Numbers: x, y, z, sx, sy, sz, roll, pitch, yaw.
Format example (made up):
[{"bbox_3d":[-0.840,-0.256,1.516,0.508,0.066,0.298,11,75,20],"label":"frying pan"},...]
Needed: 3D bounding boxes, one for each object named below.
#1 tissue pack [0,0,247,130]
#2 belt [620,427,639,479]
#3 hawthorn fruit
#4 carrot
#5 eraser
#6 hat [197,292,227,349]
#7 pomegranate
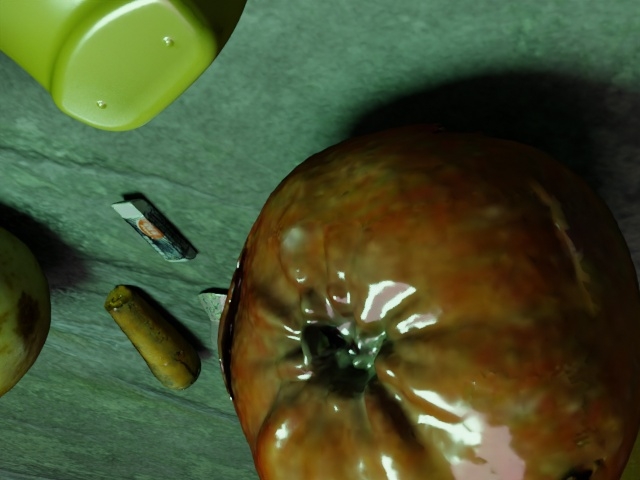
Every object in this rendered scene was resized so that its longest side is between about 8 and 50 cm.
[{"bbox_3d":[-0.121,-0.151,0.369,0.178,0.127,0.123,35,135,-31],"label":"tissue pack"},{"bbox_3d":[0.370,0.237,0.785,0.217,0.122,0.338,37,141,-30],"label":"belt"},{"bbox_3d":[0.082,0.072,0.531,0.276,0.276,0.307,-2,170,23],"label":"hawthorn fruit"},{"bbox_3d":[-0.182,0.108,0.865,0.055,0.055,0.161,-1,138,23],"label":"carrot"},{"bbox_3d":[-0.146,-0.007,0.697,0.027,0.019,0.099,-5,143,27],"label":"eraser"},{"bbox_3d":[-0.097,0.087,0.803,0.058,0.042,0.087,2,146,17],"label":"hat"},{"bbox_3d":[-0.364,0.077,0.735,0.215,0.215,0.215,10,148,6],"label":"pomegranate"}]
